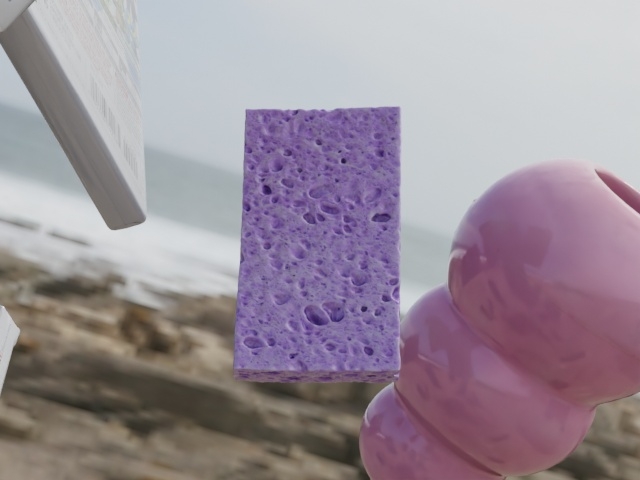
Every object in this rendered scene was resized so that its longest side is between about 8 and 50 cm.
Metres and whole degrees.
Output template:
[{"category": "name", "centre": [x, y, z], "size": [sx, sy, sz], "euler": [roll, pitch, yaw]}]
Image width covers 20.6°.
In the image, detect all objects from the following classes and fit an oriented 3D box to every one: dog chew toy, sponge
[{"category": "dog chew toy", "centre": [0.155, 0.096, 1.433], "size": [0.206, 0.332, 0.206], "euler": [34, 16, -11]}, {"category": "sponge", "centre": [0.000, 0.000, 1.259], "size": [0.117, 0.210, 0.031], "euler": [1, -24, 1]}]

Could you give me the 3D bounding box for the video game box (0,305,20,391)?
[{"category": "video game box", "centre": [-0.343, 0.130, 1.290], "size": [0.205, 0.187, 0.048], "euler": [3, -34, 11]}]

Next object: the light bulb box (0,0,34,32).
[{"category": "light bulb box", "centre": [-0.205, -0.368, 0.922], "size": [0.225, 0.361, 0.358], "euler": [16, -34, 35]}]

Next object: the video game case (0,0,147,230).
[{"category": "video game case", "centre": [-0.204, -0.219, 1.304], "size": [0.036, 0.300, 0.329], "euler": [-15, -41, 9]}]
